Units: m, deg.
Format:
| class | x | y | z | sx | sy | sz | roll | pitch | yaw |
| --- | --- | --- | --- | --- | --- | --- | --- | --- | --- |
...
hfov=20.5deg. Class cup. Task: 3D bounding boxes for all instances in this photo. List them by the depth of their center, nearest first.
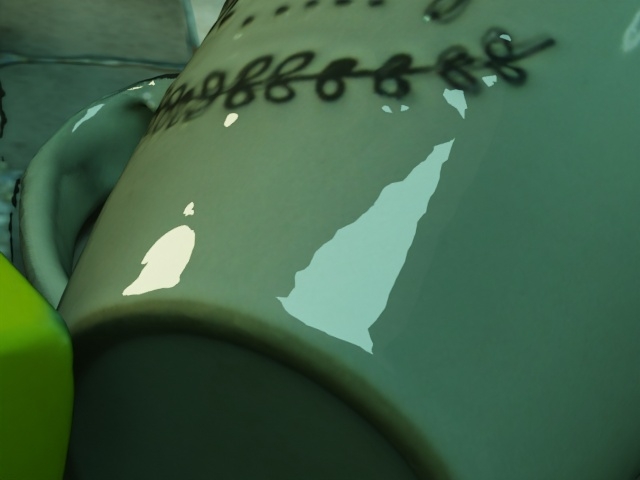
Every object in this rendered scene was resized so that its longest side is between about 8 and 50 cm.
| class | x | y | z | sx | sy | sz | roll | pitch | yaw |
| --- | --- | --- | --- | --- | --- | --- | --- | --- | --- |
| cup | 0.000 | 0.000 | 0.534 | 0.258 | 0.186 | 0.234 | 1 | 36 | 33 |

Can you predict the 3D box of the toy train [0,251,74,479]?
| class | x | y | z | sx | sy | sz | roll | pitch | yaw |
| --- | --- | --- | --- | --- | --- | --- | --- | --- | --- |
| toy train | -0.252 | -0.009 | 0.457 | 0.272 | 0.179 | 0.442 | -13 | 42 | -42 |
